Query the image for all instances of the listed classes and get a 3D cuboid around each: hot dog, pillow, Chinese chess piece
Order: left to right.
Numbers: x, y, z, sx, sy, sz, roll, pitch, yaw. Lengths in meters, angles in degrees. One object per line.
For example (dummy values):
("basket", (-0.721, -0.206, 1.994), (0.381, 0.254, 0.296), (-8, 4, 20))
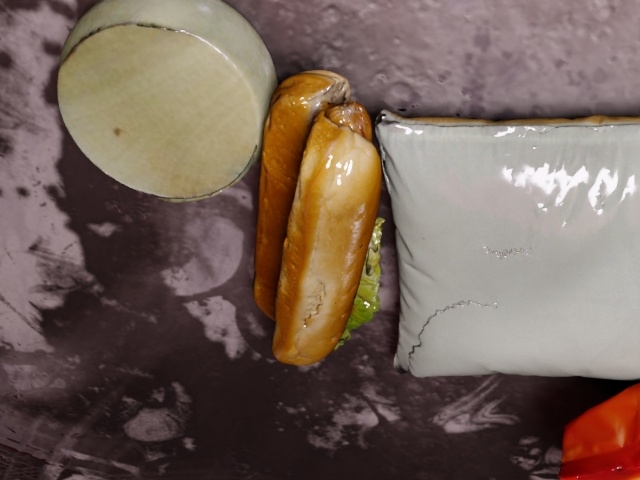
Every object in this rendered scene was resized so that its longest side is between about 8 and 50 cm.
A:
("Chinese chess piece", (-0.129, -0.126, 0.736), (0.188, 0.083, 0.188), (5, 131, 6))
("hot dog", (0.000, 0.000, 0.763), (0.100, 0.135, 0.337), (-13, 144, -16))
("pillow", (0.205, 0.016, 0.751), (0.310, 0.119, 0.312), (-1, 128, 11))

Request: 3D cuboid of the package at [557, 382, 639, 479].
("package", (0.395, 0.243, 0.839), (0.196, 0.123, 0.423), (-26, 138, 30))
